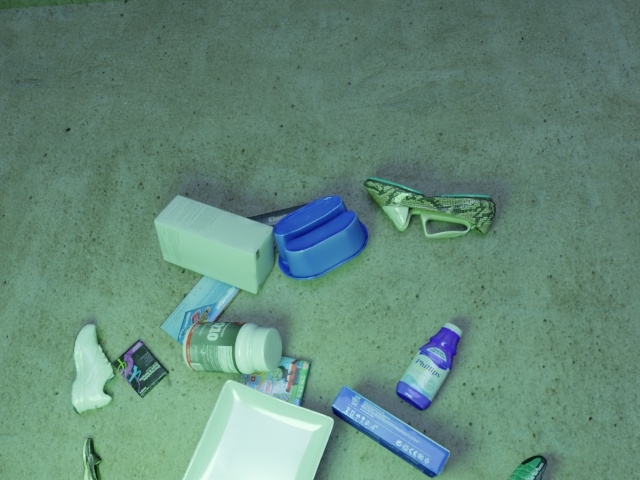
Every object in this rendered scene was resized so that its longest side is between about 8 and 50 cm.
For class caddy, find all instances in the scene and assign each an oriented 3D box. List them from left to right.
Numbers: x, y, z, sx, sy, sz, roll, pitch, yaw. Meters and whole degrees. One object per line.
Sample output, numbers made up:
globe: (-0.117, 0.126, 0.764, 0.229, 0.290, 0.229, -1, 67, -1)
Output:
caddy: (0.000, 0.000, 1.827, 0.341, 0.179, 0.241, -28, 41, -9)

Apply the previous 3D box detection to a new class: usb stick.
usb stick: (-0.157, -0.079, 1.947, 0.278, 0.045, 0.077, -13, 63, -2)

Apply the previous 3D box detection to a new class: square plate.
square plate: (-0.177, 0.613, 1.462, 0.347, 0.049, 0.344, 17, 65, 13)

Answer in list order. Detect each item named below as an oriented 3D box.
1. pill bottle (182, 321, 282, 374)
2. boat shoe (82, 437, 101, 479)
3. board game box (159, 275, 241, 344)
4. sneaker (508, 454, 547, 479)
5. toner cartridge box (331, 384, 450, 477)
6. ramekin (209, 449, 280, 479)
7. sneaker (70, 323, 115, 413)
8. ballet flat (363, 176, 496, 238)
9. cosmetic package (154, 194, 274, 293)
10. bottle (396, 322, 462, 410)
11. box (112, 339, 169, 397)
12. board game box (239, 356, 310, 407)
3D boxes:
pill bottle: (-0.277, 0.340, 1.649, 0.283, 0.161, 0.161, -3, 62, 21)
boat shoe: (-0.705, 0.690, 1.611, 0.049, 0.056, 0.152, -10, 73, -6)
board game box: (-0.416, 0.235, 1.824, 0.145, 0.027, 0.281, 31, 70, 20)
sneaker: (0.586, 0.724, 1.483, 0.224, 0.083, 0.098, -44, 89, -11)
toner cartridge box: (0.199, 0.564, 1.533, 0.348, 0.165, 0.075, 29, 69, 17)
ramekin: (-0.210, 0.728, 1.506, 0.273, 0.127, 0.272, -2, 64, 4)
sneaker: (-0.755, 0.421, 1.733, 0.129, 0.111, 0.297, -4, 66, -15)
ballet flat: (0.378, -0.104, 1.868, 0.483, 0.164, 0.182, 11, 85, 8)
cosmetic package: (-0.362, 0.013, 1.811, 0.385, 0.217, 0.156, 19, 49, 11)
bottle: (0.354, 0.392, 1.644, 0.118, 0.092, 0.283, 31, 70, 19)
box: (-0.603, 0.429, 1.742, 0.162, 0.029, 0.116, 40, 73, 20)
board game box: (-0.152, 0.455, 1.686, 0.212, 0.039, 0.160, 8, 65, 10)
